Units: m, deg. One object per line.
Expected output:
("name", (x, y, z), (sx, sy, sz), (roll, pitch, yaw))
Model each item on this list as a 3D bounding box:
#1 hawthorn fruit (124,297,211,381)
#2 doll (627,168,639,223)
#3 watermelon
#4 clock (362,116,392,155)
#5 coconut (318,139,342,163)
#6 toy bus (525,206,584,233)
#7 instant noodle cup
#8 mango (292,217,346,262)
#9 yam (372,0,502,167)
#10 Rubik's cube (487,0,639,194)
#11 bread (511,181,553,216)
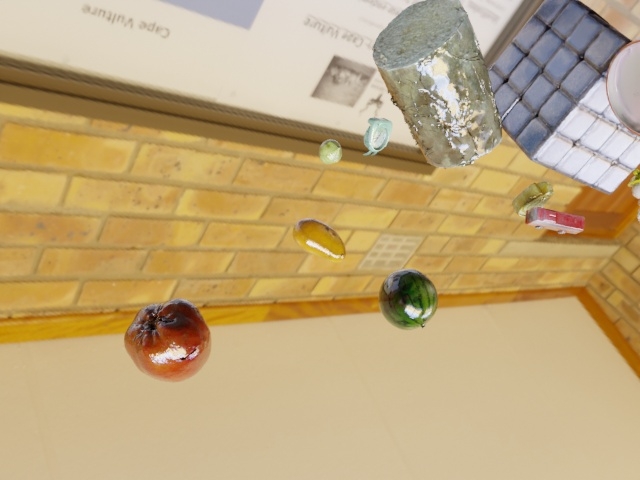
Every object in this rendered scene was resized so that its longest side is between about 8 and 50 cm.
("hawthorn fruit", (-0.324, 0.232, 1.339), (0.185, 0.202, 0.185), (-10, -135, 10))
("doll", (0.909, -0.101, 1.684), (0.129, 0.081, 0.207), (-20, -91, -28))
("watermelon", (0.344, 0.231, 2.394), (0.242, 0.242, 0.242), (25, -150, -15))
("clock", (0.183, -0.340, 2.027), (0.101, 0.135, 0.041), (-6, -150, -46))
("coconut", (0.036, -0.318, 2.187), (0.087, 0.096, 0.088), (13, -110, -38))
("toy bus", (0.803, -0.069, 2.088), (0.192, 0.077, 0.065), (11, -105, -9))
("instant noodle cup", (0.700, -0.321, 1.181), (0.192, 0.250, 0.250), (-23, -125, -19))
("mango", (-0.001, -0.002, 1.845), (0.178, 0.090, 0.115), (24, -143, -5))
("yam", (0.281, -0.353, 1.416), (0.348, 0.241, 0.241), (58, -164, -29))
("Rubik's cube", (0.673, -0.375, 1.576), (0.343, 0.344, 0.337), (16, -145, -31))
("bread", (0.763, -0.152, 2.190), (0.117, 0.156, 0.064), (1, -129, -37))
